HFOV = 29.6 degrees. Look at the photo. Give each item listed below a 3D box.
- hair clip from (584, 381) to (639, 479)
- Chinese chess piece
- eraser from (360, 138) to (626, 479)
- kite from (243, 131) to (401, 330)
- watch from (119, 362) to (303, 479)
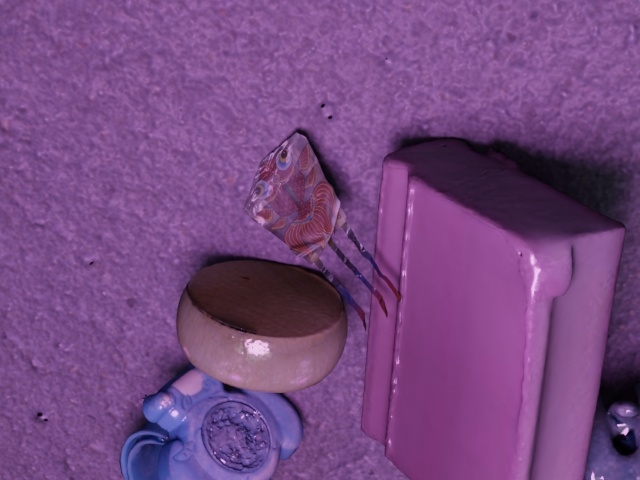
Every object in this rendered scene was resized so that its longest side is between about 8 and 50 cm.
[{"bbox_3d":[0.430,0.276,1.294,0.318,0.392,0.238,-3,91,10],"label":"hair clip"},{"bbox_3d":[-0.064,0.092,1.331,0.189,0.188,0.083,12,116,3],"label":"Chinese chess piece"},{"bbox_3d":[0.163,0.106,1.260,0.122,0.272,0.359,-14,122,-28],"label":"eraser"},{"bbox_3d":[0.002,-0.001,1.312,0.229,0.016,0.127,54,131,17],"label":"kite"},{"bbox_3d":[-0.149,0.263,1.452,0.211,0.211,0.193,37,134,-9],"label":"watch"}]
